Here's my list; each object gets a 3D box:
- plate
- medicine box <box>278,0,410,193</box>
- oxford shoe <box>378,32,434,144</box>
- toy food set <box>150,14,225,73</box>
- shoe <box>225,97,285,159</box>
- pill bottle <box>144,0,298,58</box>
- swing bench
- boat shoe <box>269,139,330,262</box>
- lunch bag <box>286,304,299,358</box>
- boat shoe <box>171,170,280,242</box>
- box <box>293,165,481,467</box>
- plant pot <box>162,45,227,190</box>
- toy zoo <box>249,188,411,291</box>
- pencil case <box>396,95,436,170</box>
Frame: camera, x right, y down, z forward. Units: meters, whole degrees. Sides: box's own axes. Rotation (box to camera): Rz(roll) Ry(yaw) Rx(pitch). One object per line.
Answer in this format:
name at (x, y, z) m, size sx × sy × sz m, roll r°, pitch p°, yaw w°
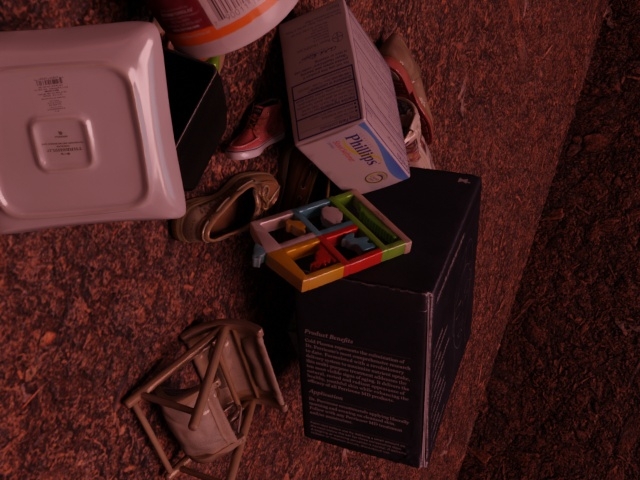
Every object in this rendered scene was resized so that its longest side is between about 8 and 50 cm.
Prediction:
plate at (-0.330, -0.132, 0.983) m, size 0.045 × 0.277 × 0.278 m, roll -100°, pitch -174°, yaw -61°
medicine box at (0.051, -0.277, 1.524) m, size 0.263 × 0.149 × 0.289 m, roll 38°, pitch 41°, yaw -58°
oxford shoe at (0.230, -0.373, 1.927) m, size 0.130 × 0.122 × 0.348 m, roll -68°, pitch 151°, yaw -22°
toy food set at (-0.221, -0.296, 1.287) m, size 0.192 × 0.038 × 0.133 m, roll 16°, pitch 90°, yaw -60°
shoe at (-0.127, -0.217, 1.463) m, size 0.178 × 0.063 × 0.081 m, roll -40°, pitch 135°, yaw -52°
pill bottle at (-0.200, -0.466, 1.025) m, size 0.224 × 0.224 × 0.392 m, roll -56°, pitch 134°, yaw -28°
swing bench at (-0.209, 0.318, 1.482) m, size 0.255 × 0.165 × 0.253 m, roll -54°, pitch 144°, yaw -40°
boat shoe at (-0.036, -0.058, 1.643) m, size 0.110 × 0.104 × 0.308 m, roll -29°, pitch 128°, yaw -51°
lunch bag at (-0.014, 0.193, 1.818) m, size 0.129 × 0.096 × 0.151 m, roll 74°, pitch 21°, yaw -44°
boat shoe at (-0.159, -0.056, 1.453) m, size 0.285 × 0.089 × 0.105 m, roll -34°, pitch 132°, yaw -48°
box at (0.165, 0.146, 1.703) m, size 0.480 × 0.297 × 0.472 m, roll -55°, pitch 151°, yaw -51°
plant pot at (-0.246, -0.176, 1.164) m, size 0.188 × 0.188 × 0.167 m, roll -64°, pitch 161°, yaw -8°
toy zoo at (0.000, 0.000, 1.437) m, size 0.293 × 0.192 × 0.030 m, roll -20°, pitch 136°, yaw -29°
pencil case at (0.220, -0.184, 1.932) m, size 0.410 × 0.183 × 0.160 m, roll 57°, pitch 43°, yaw -52°
